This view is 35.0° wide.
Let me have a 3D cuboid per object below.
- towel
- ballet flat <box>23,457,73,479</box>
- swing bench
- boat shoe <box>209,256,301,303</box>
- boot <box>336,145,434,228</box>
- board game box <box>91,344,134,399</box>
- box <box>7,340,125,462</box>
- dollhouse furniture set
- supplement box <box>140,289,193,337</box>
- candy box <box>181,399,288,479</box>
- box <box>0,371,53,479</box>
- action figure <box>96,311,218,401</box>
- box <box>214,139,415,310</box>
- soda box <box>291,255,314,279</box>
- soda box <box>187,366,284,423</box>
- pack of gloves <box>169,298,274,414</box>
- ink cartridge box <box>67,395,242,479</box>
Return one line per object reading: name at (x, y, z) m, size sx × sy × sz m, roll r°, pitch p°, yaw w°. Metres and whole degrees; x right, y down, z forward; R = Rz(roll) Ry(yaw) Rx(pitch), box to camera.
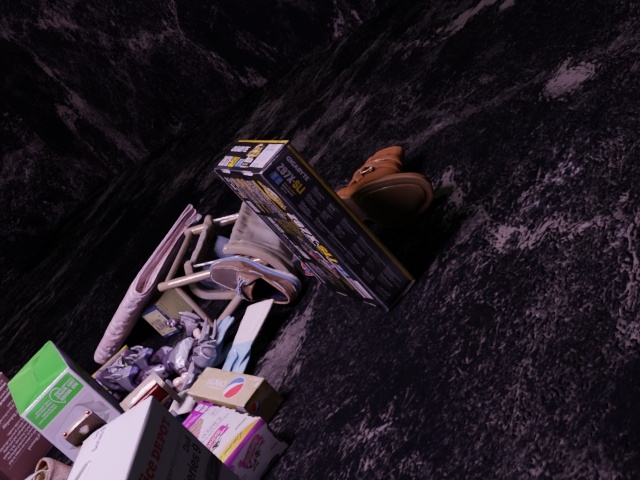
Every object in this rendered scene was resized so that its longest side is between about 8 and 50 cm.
towel at (-0.409, 0.110, 2.409) m, size 0.332 × 0.053 × 0.317 m, roll -55°, pitch 4°, yaw 47°
ballet flat at (-0.557, 0.530, 1.866) m, size 0.107 × 0.106 × 0.316 m, roll -28°, pitch 24°, yaw 33°
swing bench at (-0.168, 0.029, 2.106) m, size 0.254 × 0.165 × 0.253 m, roll -33°, pitch 21°, yaw 22°
boat shoe at (-0.131, 0.079, 1.937) m, size 0.183 × 0.066 × 0.066 m, roll 9°, pitch 27°, yaw 11°
boot at (0.132, -0.107, 1.951) m, size 0.283 × 0.109 × 0.220 m, roll -32°, pitch 16°, yaw 44°
board game box at (-0.474, 0.324, 2.235) m, size 0.170 × 0.048 × 0.141 m, roll -42°, pitch 17°, yaw 1°
box at (-0.451, 0.325, 1.912) m, size 0.127 × 0.231 × 0.262 m, roll -47°, pitch 20°, yaw -12°
dollhouse furniture set at (-0.313, 0.327, 1.727) m, size 0.183 × 0.129 × 0.129 m, roll -44°, pitch 53°, yaw -10°
supplement box at (-0.344, 0.158, 2.284) m, size 0.056 × 0.083 × 0.083 m, roll -27°, pitch 25°, yaw 40°
candy box at (-0.171, 0.342, 1.588) m, size 0.159 × 0.071 × 0.233 m, roll -49°, pitch 21°, yaw -22°
box at (-0.724, 0.429, 2.250) m, size 0.168 × 0.203 × 0.167 m, roll -22°, pitch 27°, yaw 44°
action figure at (-0.294, 0.232, 1.928) m, size 0.285 × 0.099 × 0.185 m, roll -19°, pitch 32°, yaw 41°
box at (-0.016, -0.030, 1.707) m, size 0.079 × 0.322 × 0.257 m, roll -48°, pitch 20°, yaw -13°
soda box at (0.000, 0.000, 2.016) m, size 0.060 × 0.053 × 0.169 m, roll -28°, pitch 23°, yaw 33°
soda box at (-0.145, 0.261, 1.698) m, size 0.181 × 0.058 × 0.061 m, roll 1°, pitch 47°, yaw 52°
pack of gloves at (-0.175, 0.231, 1.900) m, size 0.195 × 0.046 × 0.232 m, roll -19°, pitch 39°, yaw 45°
ink cartridge box at (-0.165, 0.361, 1.205) m, size 0.121 × 0.289 × 0.211 m, roll -35°, pitch 21°, yaw 19°
